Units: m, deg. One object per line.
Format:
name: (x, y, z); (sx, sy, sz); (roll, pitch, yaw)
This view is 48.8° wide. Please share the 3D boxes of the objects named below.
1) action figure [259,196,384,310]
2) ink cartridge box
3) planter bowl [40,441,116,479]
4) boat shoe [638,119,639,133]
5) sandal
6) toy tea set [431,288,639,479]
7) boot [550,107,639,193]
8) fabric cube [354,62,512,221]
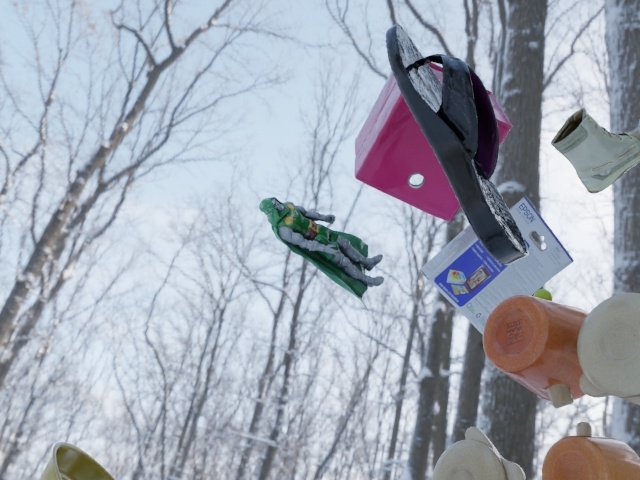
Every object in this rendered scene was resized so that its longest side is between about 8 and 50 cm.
action figure: (0.000, 0.000, 1.081); (0.232, 0.137, 0.063); (31, -53, -29)
ink cartridge box: (0.449, 0.061, 1.788); (0.307, 0.072, 0.303); (-43, -53, 6)
planter bowl: (-0.259, 0.336, 0.779); (0.217, 0.090, 0.217); (49, -11, 13)
boat shoe: (0.742, -0.239, 1.275); (0.335, 0.119, 0.121); (10, -54, 65)
sandal: (0.235, -0.174, 1.118); (0.107, 0.446, 0.167); (-33, -23, 23)
toy tea set: (0.218, 0.199, 0.635); (0.124, 0.336, 0.200); (23, -5, -34)
boot: (0.615, -0.226, 1.510); (0.213, 0.077, 0.165); (-43, -74, 7)
fabric cube: (0.246, -0.245, 1.629); (0.254, 0.259, 0.258); (24, -63, -10)
